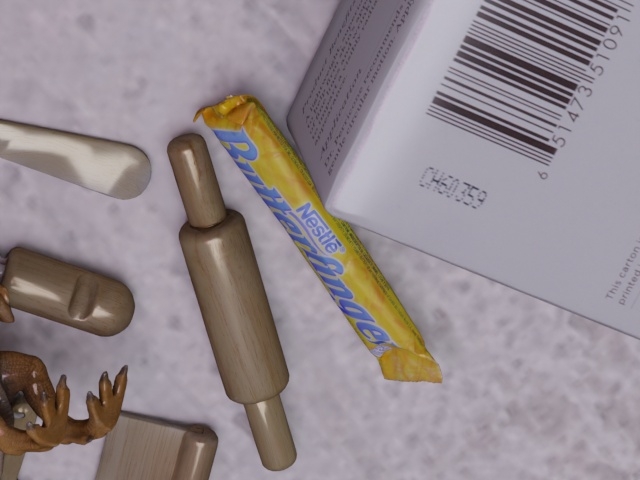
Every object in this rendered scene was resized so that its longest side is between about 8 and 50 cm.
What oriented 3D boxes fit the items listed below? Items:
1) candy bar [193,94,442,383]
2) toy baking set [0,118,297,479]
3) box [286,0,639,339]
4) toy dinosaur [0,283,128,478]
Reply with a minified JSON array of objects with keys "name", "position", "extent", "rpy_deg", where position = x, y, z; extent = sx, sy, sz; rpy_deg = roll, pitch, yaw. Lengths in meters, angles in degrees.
[{"name":"candy bar","position":[0.000,0.000,0.853],"extent":[0.018,0.040,0.161],"rpy_deg":[-48,115,-27]},{"name":"toy baking set","position":[-0.118,0.034,0.850],"extent":[0.196,0.030,0.256],"rpy_deg":[-12,113,-3]},{"name":"box","position":[0.107,-0.075,0.792],"extent":[0.182,0.119,0.181],"rpy_deg":[21,107,-17]},{"name":"toy dinosaur","position":[-0.142,0.068,0.830],"extent":[0.112,0.064,0.211],"rpy_deg":[13,129,27]}]
